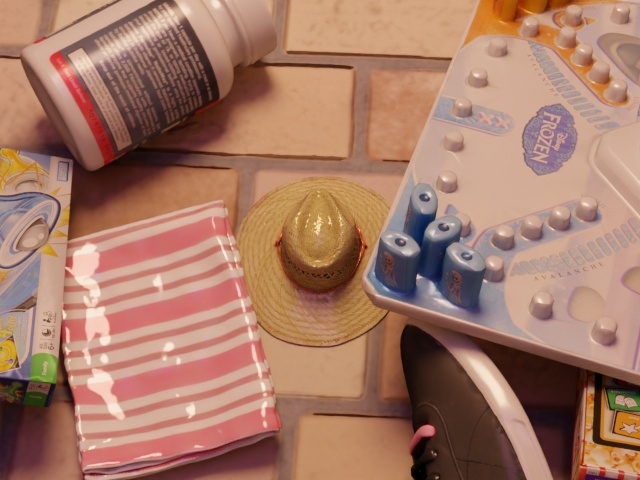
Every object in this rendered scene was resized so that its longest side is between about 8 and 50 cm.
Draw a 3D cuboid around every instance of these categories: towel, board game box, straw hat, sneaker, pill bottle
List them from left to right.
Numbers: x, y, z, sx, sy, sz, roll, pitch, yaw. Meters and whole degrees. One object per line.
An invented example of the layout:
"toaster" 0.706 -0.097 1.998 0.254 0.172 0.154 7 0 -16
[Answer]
"board game box" -0.249 0.016 0.847 0.136 0.035 0.201 8 50 -17
"pill bottle" -0.129 -0.141 0.940 0.180 0.108 0.108 -31 66 -13
"towel" -0.117 0.067 0.868 0.144 0.029 0.197 -16 63 -1
"straw hat" 0.000 0.000 0.887 0.144 0.061 0.144 -1 63 2
"sneaker" 0.072 0.188 0.759 0.147 0.104 0.296 -16 67 -12
"board game box" 0.240 0.108 0.779 0.146 0.045 0.193 10 34 9
"board game box" 0.269 -0.058 0.855 0.390 0.050 0.390 16 48 10
